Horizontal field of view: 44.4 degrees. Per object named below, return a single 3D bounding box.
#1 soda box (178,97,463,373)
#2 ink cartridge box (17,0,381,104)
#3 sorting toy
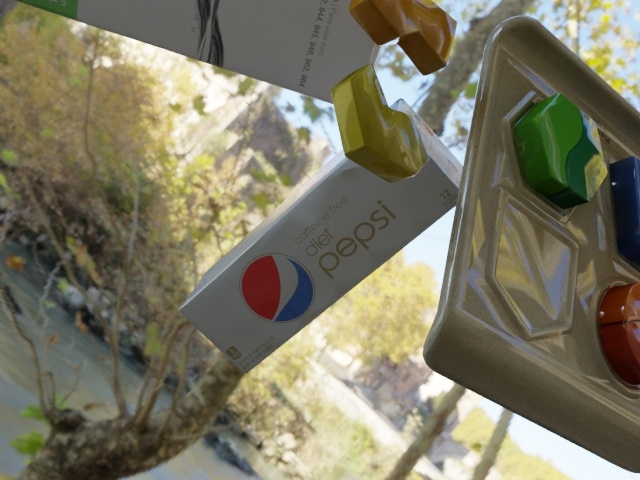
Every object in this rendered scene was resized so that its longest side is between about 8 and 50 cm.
[{"bbox_3d":[0.000,0.000,0.565,0.074,0.216,0.069,46,22,-10],"label":"soda box"},{"bbox_3d":[-0.070,-0.214,0.608,0.272,0.115,0.198,19,26,2],"label":"ink cartridge box"},{"bbox_3d":[0.131,-0.018,0.459,0.307,0.229,0.041,30,-25,-28],"label":"sorting toy"}]
